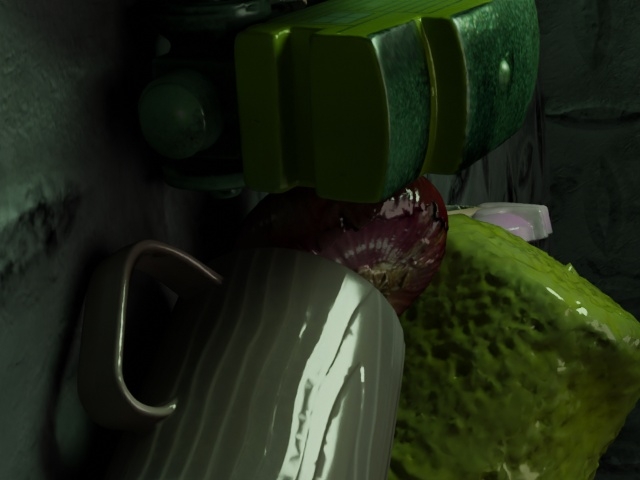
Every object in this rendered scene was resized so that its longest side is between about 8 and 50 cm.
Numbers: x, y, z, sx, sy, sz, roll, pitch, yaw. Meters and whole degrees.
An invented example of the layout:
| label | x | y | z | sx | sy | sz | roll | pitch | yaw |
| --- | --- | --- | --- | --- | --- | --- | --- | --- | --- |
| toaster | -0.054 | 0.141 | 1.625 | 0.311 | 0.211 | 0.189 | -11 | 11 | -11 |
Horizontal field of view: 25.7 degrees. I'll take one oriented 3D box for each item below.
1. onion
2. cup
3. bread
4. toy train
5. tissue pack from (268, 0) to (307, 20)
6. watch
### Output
| label | x | y | z | sx | sy | sz | roll | pitch | yaw |
| --- | --- | --- | --- | --- | --- | --- | --- | --- | --- |
| onion | 0.000 | 0.000 | 1.325 | 0.163 | 0.230 | 0.230 | 52 | 1 | 26 |
| cup | -0.077 | 0.151 | 1.097 | 0.208 | 0.288 | 0.273 | -57 | -168 | 43 |
| bread | 0.169 | 0.148 | 1.489 | 0.307 | 0.348 | 0.348 | -56 | 168 | 13 |
| toy train | 0.035 | -0.149 | 1.220 | 0.442 | 0.272 | 0.179 | -34 | 125 | -58 |
| tissue pack | -0.025 | -0.254 | 1.453 | 0.094 | 0.059 | 0.074 | 52 | 39 | -65 |
| watch | 0.161 | 0.062 | 1.740 | 0.211 | 0.248 | 0.217 | -20 | 110 | -76 |
